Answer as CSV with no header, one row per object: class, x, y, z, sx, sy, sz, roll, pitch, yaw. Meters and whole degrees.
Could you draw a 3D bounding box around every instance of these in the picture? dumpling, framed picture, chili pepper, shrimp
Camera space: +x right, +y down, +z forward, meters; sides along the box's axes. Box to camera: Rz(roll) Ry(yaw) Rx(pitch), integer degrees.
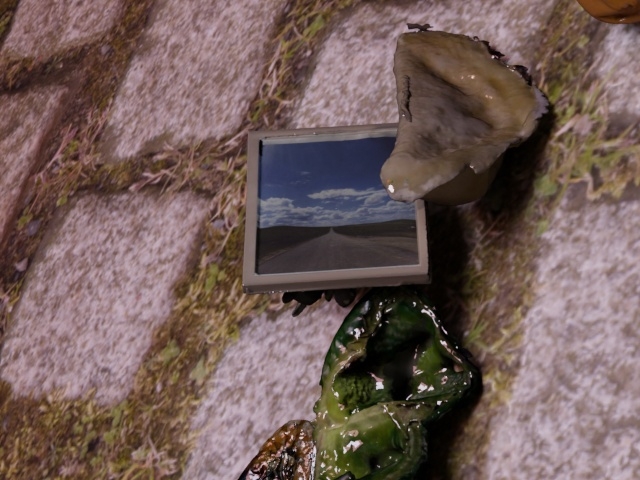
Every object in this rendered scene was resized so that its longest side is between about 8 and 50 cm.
dumpling,0.148,-0.117,1.801,0.332,0.166,0.086,-80,-4,-52
framed picture,0.016,-0.035,1.772,0.189,0.023,0.260,-3,39,3
chili pepper,0.065,0.168,1.677,0.148,0.116,0.265,-32,40,49
shrimp,-0.058,0.256,1.805,0.161,0.034,0.091,-49,36,10

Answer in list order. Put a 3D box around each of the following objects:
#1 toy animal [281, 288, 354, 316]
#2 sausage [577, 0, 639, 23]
toy animal,0.006,0.007,1.836,0.082,0.137,0.269,-33,33,26
sausage,0.322,-0.322,1.722,0.136,0.120,0.241,-8,56,30
